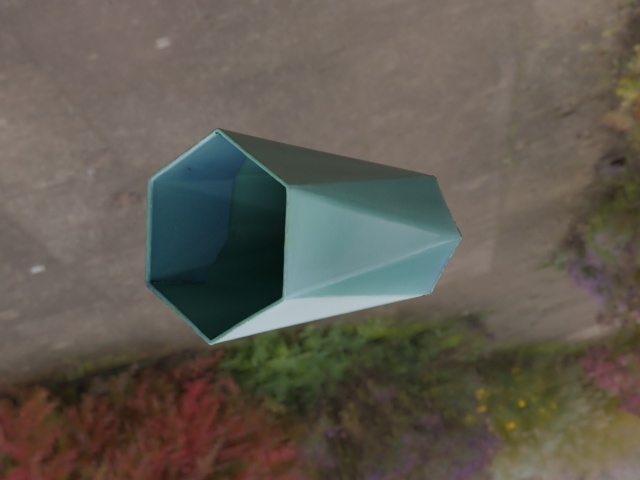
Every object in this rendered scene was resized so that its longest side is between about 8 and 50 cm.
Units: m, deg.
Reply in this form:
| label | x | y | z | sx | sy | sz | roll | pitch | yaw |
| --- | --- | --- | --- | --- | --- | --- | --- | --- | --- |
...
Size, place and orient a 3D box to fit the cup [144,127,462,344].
| label | x | y | z | sx | sy | sz | roll | pitch | yaw |
| --- | --- | --- | --- | --- | --- | --- | --- | --- | --- |
| cup | 0.000 | 0.000 | 0.999 | 0.134 | 0.148 | 0.236 | 9 | -176 | 39 |
